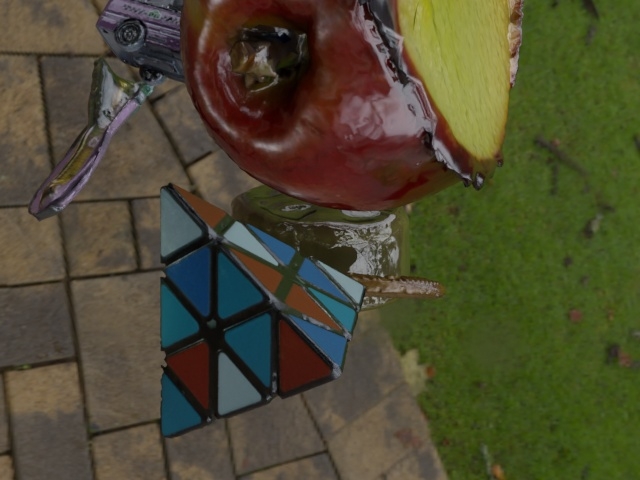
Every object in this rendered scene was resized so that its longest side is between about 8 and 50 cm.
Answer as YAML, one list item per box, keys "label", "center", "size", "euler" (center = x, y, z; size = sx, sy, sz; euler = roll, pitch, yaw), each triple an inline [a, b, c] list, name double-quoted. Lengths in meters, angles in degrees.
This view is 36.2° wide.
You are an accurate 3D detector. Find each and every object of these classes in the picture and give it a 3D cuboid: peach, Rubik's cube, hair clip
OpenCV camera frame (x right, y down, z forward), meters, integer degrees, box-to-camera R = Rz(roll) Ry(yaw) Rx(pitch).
- label: "peach"
  center: [0.025, -0.167, 0.709]
  size: [0.361, 0.201, 0.257]
  euler: [-52, 132, -52]
- label: "Rubik's cube"
  center: [-0.087, 0.041, 0.977]
  size: [0.284, 0.250, 0.234]
  euler: [-34, 98, -13]
- label: "hair clip"
  center: [-0.312, -0.128, 1.298]
  size: [0.358, 0.110, 0.095]
  euler: [-82, 170, -51]

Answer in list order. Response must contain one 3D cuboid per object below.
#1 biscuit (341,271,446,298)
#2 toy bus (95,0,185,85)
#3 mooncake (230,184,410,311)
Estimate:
- label: "biscuit"
  center: [0.065, 0.057, 1.235]
  size: [0.188, 0.188, 0.027]
  euler: [5, 84, -35]
- label: "toy bus"
  center: [-0.121, -0.201, 0.964]
  size: [0.178, 0.087, 0.098]
  euler: [19, 74, 16]
- label: "mooncake"
  center: [0.000, 0.000, 1.486]
  size: [0.284, 0.284, 0.155]
  euler: [-9, 112, -37]
